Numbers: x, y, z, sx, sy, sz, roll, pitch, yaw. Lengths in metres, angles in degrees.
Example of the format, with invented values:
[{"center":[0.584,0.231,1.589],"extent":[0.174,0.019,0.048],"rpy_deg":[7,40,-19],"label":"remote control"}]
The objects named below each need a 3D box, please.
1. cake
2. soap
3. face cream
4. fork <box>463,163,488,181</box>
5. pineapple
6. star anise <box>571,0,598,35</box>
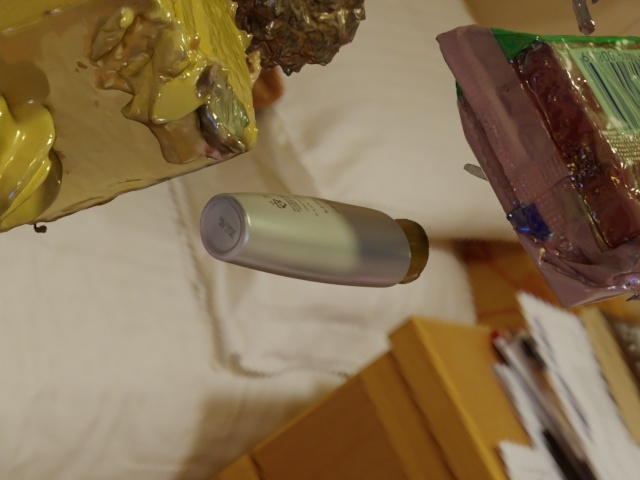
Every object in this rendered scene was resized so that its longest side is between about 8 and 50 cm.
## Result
[{"center":[-0.182,-0.139,1.036],"extent":[0.222,0.227,0.286],"rpy_deg":[51,21,-58],"label":"cake"},{"center":[0.222,-0.058,0.959],"extent":[0.273,0.098,0.218],"rpy_deg":[-8,70,-47],"label":"soap"},{"center":[0.000,0.000,0.952],"extent":[0.182,0.051,0.072],"rpy_deg":[7,27,-48],"label":"face cream"},{"center":[0.175,-0.049,1.286],"extent":[0.115,0.016,0.012],"rpy_deg":[26,-14,31],"label":"fork"},{"center":[-0.057,-0.234,1.322],"extent":[0.193,0.166,0.166],"rpy_deg":[16,-10,47],"label":"pineapple"},{"center":[0.294,-0.314,1.442],"extent":[0.230,0.081,0.262],"rpy_deg":[19,51,14],"label":"star anise"}]
